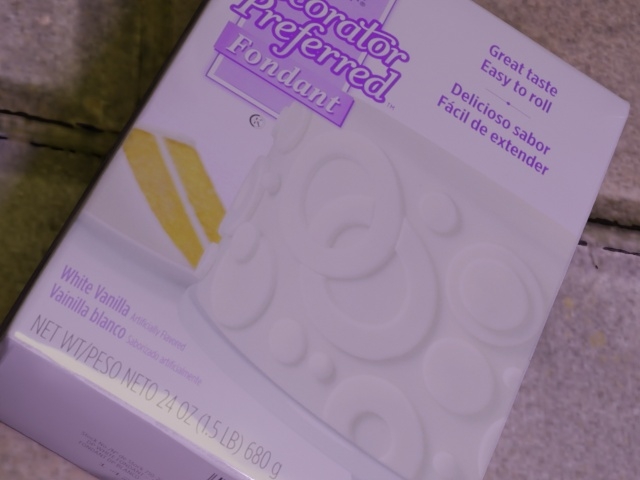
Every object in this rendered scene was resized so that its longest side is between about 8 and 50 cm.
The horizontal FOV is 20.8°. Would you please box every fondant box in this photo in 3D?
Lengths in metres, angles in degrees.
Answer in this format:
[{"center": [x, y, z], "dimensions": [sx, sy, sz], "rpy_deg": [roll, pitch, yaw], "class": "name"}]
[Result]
[{"center": [0.000, 0.000, 0.921], "dimensions": [0.238, 0.096, 0.330], "rpy_deg": [32, 56, -8], "class": "fondant box"}]
